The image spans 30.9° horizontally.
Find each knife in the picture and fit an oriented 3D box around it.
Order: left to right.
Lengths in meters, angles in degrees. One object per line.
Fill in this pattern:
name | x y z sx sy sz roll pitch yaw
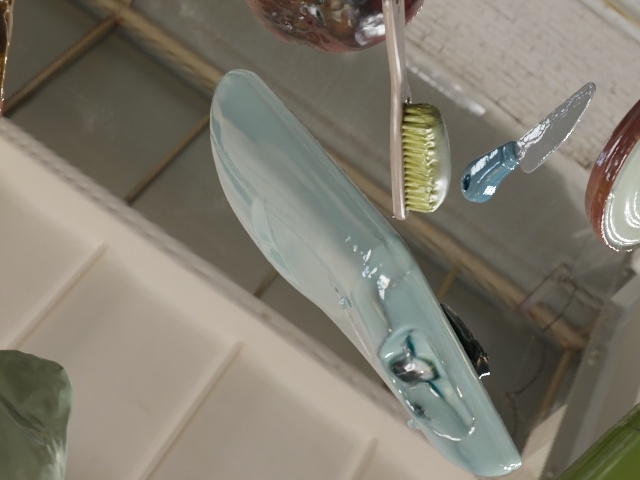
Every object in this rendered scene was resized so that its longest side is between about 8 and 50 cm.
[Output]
knife | 0.232 -0.101 1.298 0.032 0.244 0.058 15 -116 -22

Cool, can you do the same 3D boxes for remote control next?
remote control | 0.001 0.000 0.513 0.051 0.293 0.103 -32 -66 -4

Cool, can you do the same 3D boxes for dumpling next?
dumpling | -0.249 0.166 0.749 0.151 0.124 0.229 34 -122 -26

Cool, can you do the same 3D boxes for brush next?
brush | 0.103 -0.150 1.231 0.067 0.313 0.072 2 -138 12

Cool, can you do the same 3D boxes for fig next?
fig | 0.030 -0.346 1.496 0.263 0.224 0.224 -20 -113 -33

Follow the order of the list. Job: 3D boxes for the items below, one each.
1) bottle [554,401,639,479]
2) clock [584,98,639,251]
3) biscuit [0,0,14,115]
bottle | 0.191 0.224 0.816 0.260 0.112 0.112 -40 -101 -13
clock | 0.513 -0.115 1.675 0.318 0.318 0.080 -16 -133 -37
biscuit | -0.374 -0.179 1.237 0.070 0.350 0.394 10 -121 -26
